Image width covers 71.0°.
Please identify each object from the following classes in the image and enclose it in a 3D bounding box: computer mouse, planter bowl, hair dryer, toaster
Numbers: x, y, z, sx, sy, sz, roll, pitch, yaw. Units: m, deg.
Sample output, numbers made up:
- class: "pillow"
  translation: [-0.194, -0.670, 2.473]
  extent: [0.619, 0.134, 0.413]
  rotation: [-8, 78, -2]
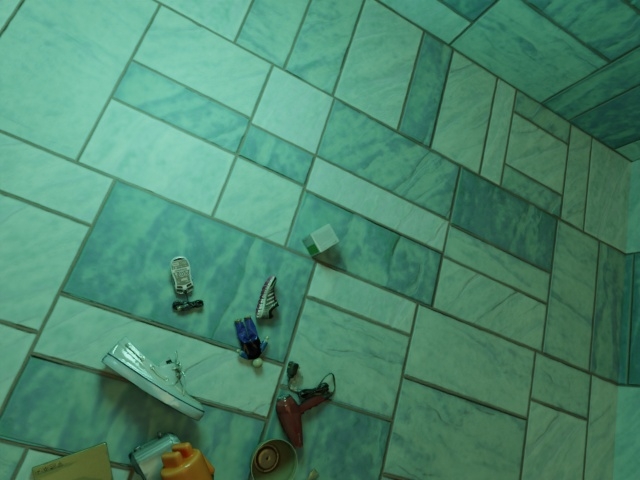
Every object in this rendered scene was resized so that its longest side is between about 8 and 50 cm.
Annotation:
- class: "computer mouse"
  translation: [-0.481, 0.150, 1.583]
  extent: [0.106, 0.042, 0.193]
  rotation: [-11, 88, -20]
- class: "planter bowl"
  translation: [-0.172, 0.757, 1.538]
  extent: [0.162, 0.109, 0.162]
  rotation: [6, 75, -22]
- class: "hair dryer"
  translation: [-0.056, 0.606, 1.639]
  extent: [0.223, 0.080, 0.294]
  rotation: [25, 70, -17]
- class: "toaster"
  translation: [-0.483, 0.718, 1.403]
  extent: [0.146, 0.129, 0.227]
  rotation: [-29, 92, -28]

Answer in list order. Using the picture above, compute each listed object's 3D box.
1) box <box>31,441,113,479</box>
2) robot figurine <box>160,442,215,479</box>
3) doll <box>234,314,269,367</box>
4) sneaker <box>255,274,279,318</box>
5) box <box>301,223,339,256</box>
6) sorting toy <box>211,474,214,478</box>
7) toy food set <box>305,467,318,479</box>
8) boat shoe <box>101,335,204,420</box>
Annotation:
- class: "box"
  translation: [-0.736, 0.726, 1.348]
  extent: [0.201, 0.021, 0.164]
  rotation: [-12, 84, -26]
- class: "robot figurine"
  translation: [-0.384, 0.707, 1.318]
  extent: [0.128, 0.158, 0.219]
  rotation: [-21, 93, -10]
- class: "doll"
  translation: [-0.248, 0.369, 1.629]
  extent: [0.129, 0.046, 0.189]
  rotation: [-15, 84, -25]
- class: "sneaker"
  translation: [-0.187, 0.218, 1.682]
  extent: [0.074, 0.063, 0.170]
  rotation: [21, 76, -18]
- class: "box"
  translation: [0.000, 0.000, 1.790]
  extent: [0.102, 0.101, 0.087]
  rotation: [-29, 90, -26]
- class: "sorting toy"
  translation: [-0.352, 0.869, 1.431]
  extent: [0.046, 0.132, 0.275]
  rotation: [-6, 76, 3]
- class: "toy food set"
  translation: [0.000, 0.938, 1.610]
  extent: [0.132, 0.038, 0.192]
  rotation: [-38, 94, -26]
- class: "boat shoe"
  translation: [-0.509, 0.432, 1.465]
  extent: [0.367, 0.136, 0.156]
  rotation: [34, 64, -2]
